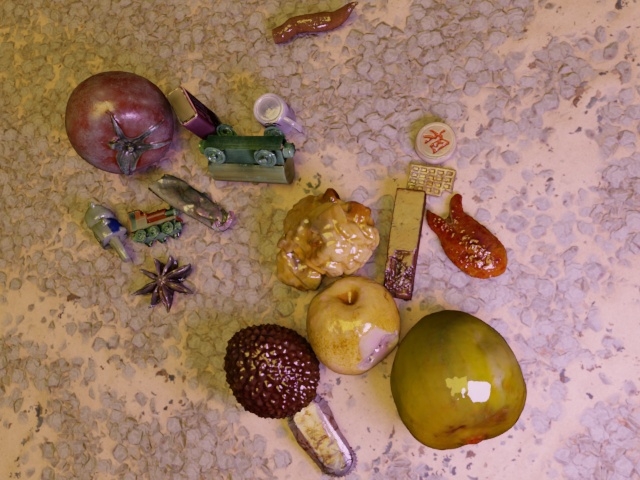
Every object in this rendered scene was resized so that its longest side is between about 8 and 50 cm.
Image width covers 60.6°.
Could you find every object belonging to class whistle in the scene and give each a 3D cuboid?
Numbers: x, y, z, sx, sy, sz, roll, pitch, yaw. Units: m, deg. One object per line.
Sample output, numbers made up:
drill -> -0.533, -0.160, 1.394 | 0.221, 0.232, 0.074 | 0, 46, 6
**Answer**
whistle -> -0.676, -0.031, 1.749 | 0.092, 0.110, 0.244 | -32, 73, -29

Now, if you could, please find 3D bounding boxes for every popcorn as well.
popcorn -> 0.000, 0.000, 1.533 | 0.332, 0.225, 0.264 | -45, 62, 19

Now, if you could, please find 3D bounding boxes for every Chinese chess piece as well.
Chinese chess piece -> 0.331, -0.281, 1.580 | 0.122, 0.051, 0.121 | -2, 82, 13

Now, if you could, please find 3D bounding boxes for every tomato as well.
tomato -> -0.609, -0.356, 1.666 | 0.317, 0.316, 0.282 | -32, 59, 7

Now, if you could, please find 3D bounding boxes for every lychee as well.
lychee -> -0.139, 0.347, 1.490 | 0.268, 0.267, 0.267 | -2, 82, 12

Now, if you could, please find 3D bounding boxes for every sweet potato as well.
sweet potato -> -0.014, -0.678, 1.702 | 0.282, 0.067, 0.059 | -11, 37, 10

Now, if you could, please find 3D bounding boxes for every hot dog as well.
hot dog -> 0.005, 0.551, 1.539 | 0.131, 0.069, 0.252 | -35, 80, -3

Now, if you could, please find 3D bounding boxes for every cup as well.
cup -> -0.119, -0.379, 1.651 | 0.136, 0.133, 0.099 | 3, 87, 12

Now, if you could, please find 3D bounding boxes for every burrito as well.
burrito -> -0.403, -0.119, 1.709 | 0.309, 0.066, 0.096 | 30, 53, 16

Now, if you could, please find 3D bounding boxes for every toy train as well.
toy train -> -0.208, -0.253, 1.643 | 0.308, 0.189, 0.126 | 4, 61, 17
toy train -> -0.519, -0.052, 1.731 | 0.176, 0.074, 0.118 | -17, 74, 11

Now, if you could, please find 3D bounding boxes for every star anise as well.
star anise -> -0.478, 0.137, 1.699 | 0.204, 0.061, 0.180 | -45, 71, 1

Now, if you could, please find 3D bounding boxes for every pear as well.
pear -> 0.089, 0.233, 1.466 | 0.272, 0.271, 0.270 | -2, 82, 12

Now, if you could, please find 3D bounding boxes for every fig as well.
fig -> 0.331, 0.335, 1.373 | 0.344, 0.343, 0.342 | -2, 82, 12

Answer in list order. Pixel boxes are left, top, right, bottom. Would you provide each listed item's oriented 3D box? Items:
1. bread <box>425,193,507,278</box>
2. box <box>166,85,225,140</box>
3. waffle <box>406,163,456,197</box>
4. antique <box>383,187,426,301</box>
bread -> 0.401, -0.006, 1.508 | 0.139, 0.095, 0.268 | -33, 73, -1
box -> -0.370, -0.370, 1.659 | 0.069, 0.224, 0.120 | -31, 76, 8
waffle -> 0.319, -0.171, 1.584 | 0.135, 0.021, 0.092 | 11, 84, 15
antique -> 0.236, 0.014, 1.541 | 0.088, 0.093, 0.309 | 9, 85, 14
